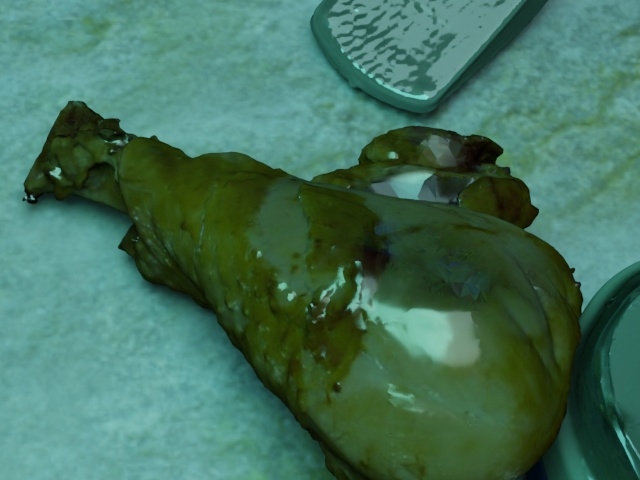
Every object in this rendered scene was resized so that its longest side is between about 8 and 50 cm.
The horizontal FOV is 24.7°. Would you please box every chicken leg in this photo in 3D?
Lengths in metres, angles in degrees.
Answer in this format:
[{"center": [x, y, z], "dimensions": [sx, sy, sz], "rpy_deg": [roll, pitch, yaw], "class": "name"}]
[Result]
[{"center": [0.000, 0.000, 0.967], "dimensions": [0.409, 0.182, 0.295], "rpy_deg": [25, 46, 21], "class": "chicken leg"}]

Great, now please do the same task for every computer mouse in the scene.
[{"center": [0.099, -0.193, 1.120], "dimensions": [0.128, 0.079, 0.231], "rpy_deg": [42, 78, 15], "class": "computer mouse"}]

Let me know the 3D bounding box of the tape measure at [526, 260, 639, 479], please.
[{"center": [0.271, 0.132, 0.943], "dimensions": [0.262, 0.138, 0.259], "rpy_deg": [34, 59, 7], "class": "tape measure"}]
